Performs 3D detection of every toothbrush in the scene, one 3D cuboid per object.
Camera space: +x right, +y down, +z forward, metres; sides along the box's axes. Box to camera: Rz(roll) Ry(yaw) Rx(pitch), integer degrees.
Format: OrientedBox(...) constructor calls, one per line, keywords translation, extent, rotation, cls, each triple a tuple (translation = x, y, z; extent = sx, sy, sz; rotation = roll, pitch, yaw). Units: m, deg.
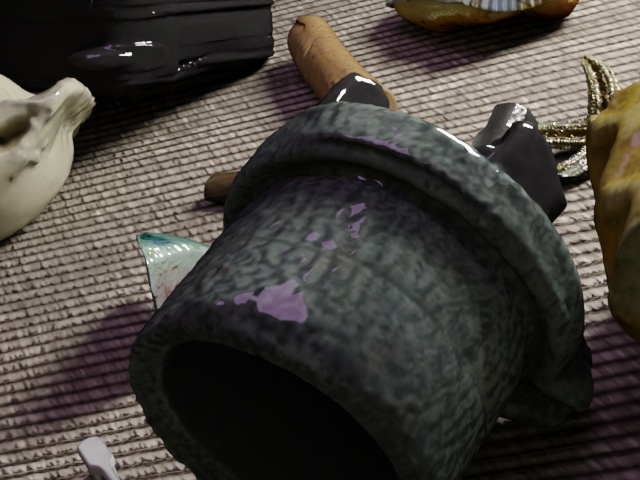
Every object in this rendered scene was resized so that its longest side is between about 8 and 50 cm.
OrientedBox(translation=(-0.119, 0.221, 1.362), extent=(0.025, 0.030, 0.342), rotation=(-26, 26, -14), cls="toothbrush")

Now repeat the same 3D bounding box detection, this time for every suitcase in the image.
OrientedBox(translation=(-0.252, -0.268, 2.208), extent=(0.345, 0.188, 0.339), rotation=(2, 10, 36), cls="suitcase")

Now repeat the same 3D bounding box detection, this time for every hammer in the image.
OrientedBox(translation=(0.035, -0.061, 1.804), extent=(0.365, 0.043, 0.111), rotation=(-5, 49, 38), cls="hammer")

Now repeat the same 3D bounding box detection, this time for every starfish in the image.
OrientedBox(translation=(0.257, -0.119, 1.738), extent=(0.208, 0.053, 0.176), rotation=(-24, 41, 25), cls="starfish")

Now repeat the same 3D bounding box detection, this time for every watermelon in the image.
OrientedBox(translation=(-0.129, 0.035, 1.675), extent=(0.081, 0.094, 0.180), rotation=(11, 17, -5), cls="watermelon")

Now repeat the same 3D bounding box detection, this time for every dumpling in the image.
OrientedBox(translation=(-0.413, -0.081, 2.038), extent=(0.395, 0.233, 0.315), rotation=(-19, -8, 10), cls="dumpling")

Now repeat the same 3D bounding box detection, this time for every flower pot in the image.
OrientedBox(translation=(0.050, 0.056, 1.325), extent=(0.299, 0.299, 0.283), rotation=(3, 45, 38), cls="flower pot")

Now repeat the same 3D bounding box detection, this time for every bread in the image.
OrientedBox(translation=(0.310, -0.013, 1.354), extent=(0.238, 0.196, 0.252), rotation=(-14, 23, 20), cls="bread")

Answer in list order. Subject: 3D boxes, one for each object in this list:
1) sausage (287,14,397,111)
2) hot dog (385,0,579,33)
OrientedBox(translation=(0.015, -0.184, 2.051), extent=(0.066, 0.066, 0.301), rotation=(-22, 24, -6), cls="sausage")
OrientedBox(translation=(0.180, -0.277, 2.107), extent=(0.162, 0.082, 0.270), rotation=(-20, 16, -22), cls="hot dog")
